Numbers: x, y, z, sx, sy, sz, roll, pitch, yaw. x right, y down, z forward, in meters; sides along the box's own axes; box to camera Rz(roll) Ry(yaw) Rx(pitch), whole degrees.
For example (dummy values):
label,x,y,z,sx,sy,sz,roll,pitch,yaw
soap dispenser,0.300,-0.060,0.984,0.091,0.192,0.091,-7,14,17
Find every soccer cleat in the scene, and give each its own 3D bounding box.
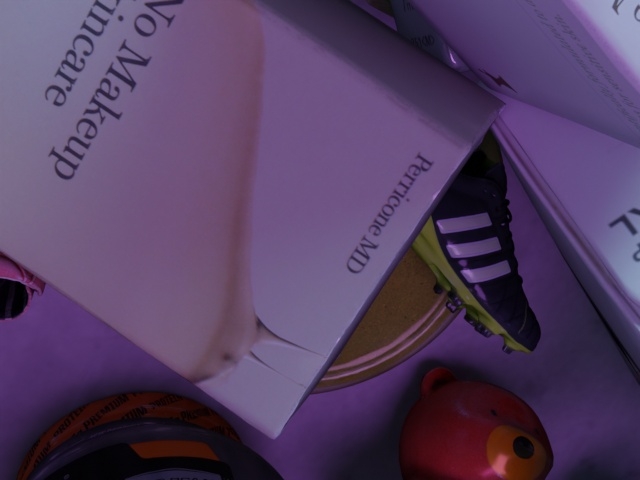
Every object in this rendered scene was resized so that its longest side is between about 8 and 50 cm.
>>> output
label,x,y,z,sx,sy,sz,roll,pitch,yaw
soccer cleat,0.085,-0.004,0.808,0.072,0.060,0.179,-44,123,-5

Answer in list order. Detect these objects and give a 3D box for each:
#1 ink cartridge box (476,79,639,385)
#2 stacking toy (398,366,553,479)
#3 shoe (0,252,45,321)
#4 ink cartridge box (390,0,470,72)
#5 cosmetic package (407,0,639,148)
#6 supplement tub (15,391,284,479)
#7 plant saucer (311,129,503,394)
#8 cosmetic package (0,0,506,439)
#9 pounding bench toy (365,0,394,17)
label,x,y,z,sx,sy,sz,roll,pitch,yaw
ink cartridge box,0.287,-0.011,0.765,0.285,0.166,0.395,-34,146,5
stacking toy,0.206,0.186,0.895,0.309,0.279,0.130,32,65,-32
shoe,-0.155,0.005,0.726,0.063,0.081,0.178,-32,157,22
ink cartridge box,0.145,-0.229,0.711,0.275,0.060,0.238,-17,98,-18
cosmetic package,0.164,-0.236,0.556,0.197,0.155,0.365,38,86,-37
supplement tub,-0.081,0.233,0.785,0.194,0.316,0.193,-7,120,-13
plant saucer,0.000,0.000,0.839,0.241,0.037,0.241,-7,122,-12
cosmetic package,-0.094,-0.074,0.636,0.309,0.113,0.160,33,110,5
pounding bench toy,0.059,-0.142,0.744,0.052,0.083,0.065,24,112,-27
